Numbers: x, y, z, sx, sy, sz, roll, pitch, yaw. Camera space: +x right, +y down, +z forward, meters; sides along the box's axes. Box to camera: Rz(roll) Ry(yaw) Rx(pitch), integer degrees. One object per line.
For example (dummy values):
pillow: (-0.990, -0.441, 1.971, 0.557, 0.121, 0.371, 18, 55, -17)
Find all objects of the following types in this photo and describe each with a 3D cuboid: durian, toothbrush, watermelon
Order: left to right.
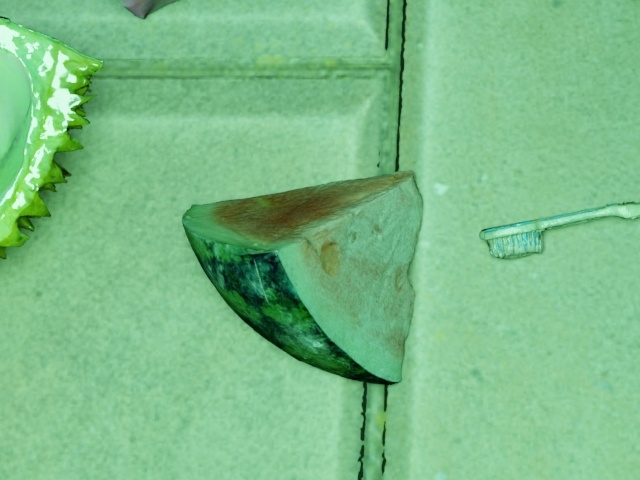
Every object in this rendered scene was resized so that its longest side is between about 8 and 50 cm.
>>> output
durian: (-0.362, -0.061, 1.205, 0.394, 0.198, 0.163, -3, 49, -4)
watermelon: (-0.013, 0.020, 1.237, 0.202, 0.136, 0.207, -13, 32, -36)
toothbrush: (0.272, -0.024, 1.220, 0.294, 0.026, 0.028, -11, 88, 4)

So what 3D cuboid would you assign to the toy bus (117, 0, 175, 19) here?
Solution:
toy bus: (-0.200, -0.316, 1.342, 0.090, 0.112, 0.274, -33, 70, -4)
